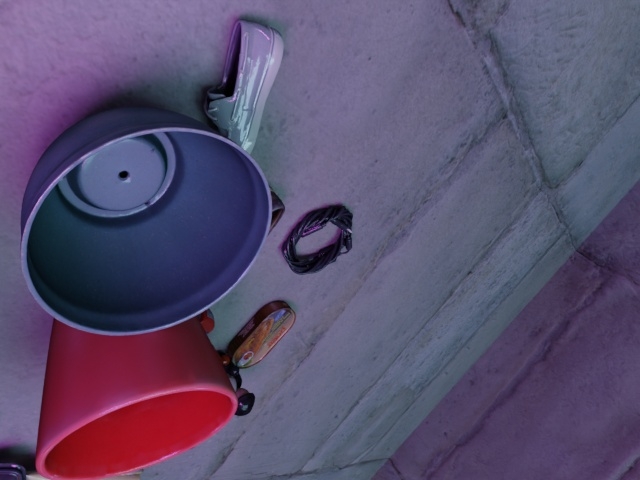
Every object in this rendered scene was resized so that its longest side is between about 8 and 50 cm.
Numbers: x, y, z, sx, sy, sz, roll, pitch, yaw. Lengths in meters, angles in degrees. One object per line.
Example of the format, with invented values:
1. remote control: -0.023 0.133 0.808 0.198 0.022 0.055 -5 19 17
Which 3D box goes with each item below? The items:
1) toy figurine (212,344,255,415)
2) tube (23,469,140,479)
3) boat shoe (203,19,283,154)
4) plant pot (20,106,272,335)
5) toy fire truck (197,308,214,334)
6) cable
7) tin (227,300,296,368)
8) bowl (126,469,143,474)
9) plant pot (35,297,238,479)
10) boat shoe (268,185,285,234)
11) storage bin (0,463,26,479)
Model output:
1. toy figurine: -0.258 0.324 0.952 0.209 0.148 0.213 -35 153 -13
2. tube: -0.491 0.488 0.941 0.240 0.062 0.070 32 99 -38
3. boat shoe: -0.129 -0.205 0.678 0.081 0.079 0.228 8 114 -36
4. plant pot: -0.238 -0.052 0.611 0.293 0.196 0.293 -24 138 -24
5. toy fire truck: -0.272 0.213 0.872 0.192 0.135 0.047 -37 142 -9
6. cable: 0.000 0.000 0.998 0.184 0.047 0.151 -15 133 -32
7. tin: -0.137 0.221 1.084 0.190 0.040 0.106 -48 138 4
8. bowl: -0.435 0.417 0.931 0.170 0.170 0.080 35 55 -52
9. plant pot: -0.288 0.188 0.715 0.274 0.243 0.275 -18 145 -13
10. boat shoe: -0.148 0.002 0.842 0.224 0.073 0.080 -51 142 8
11. storage bin: -0.593 0.448 0.788 0.135 0.091 0.098 10 121 -15
